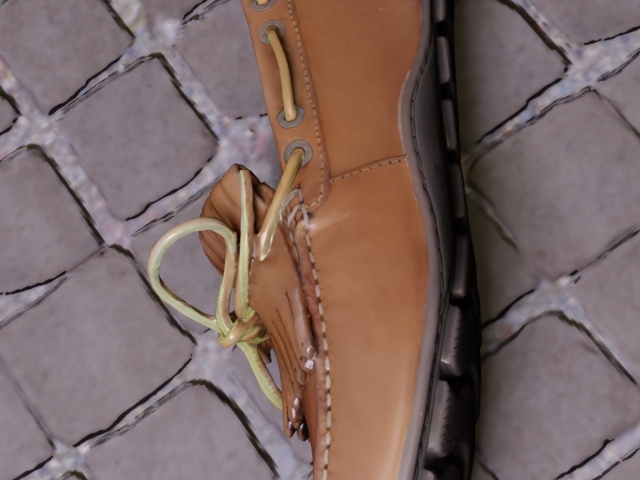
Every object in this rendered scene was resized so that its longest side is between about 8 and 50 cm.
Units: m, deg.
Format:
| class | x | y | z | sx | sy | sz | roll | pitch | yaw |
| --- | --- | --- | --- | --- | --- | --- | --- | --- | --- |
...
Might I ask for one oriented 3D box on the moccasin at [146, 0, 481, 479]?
| class | x | y | z | sx | sy | sz | roll | pitch | yaw |
| --- | --- | --- | --- | --- | --- | --- | --- | --- | --- |
| moccasin | 0.000 | -0.001 | 0.840 | 0.147 | 0.139 | 0.380 | -6 | 70 | 7 |
